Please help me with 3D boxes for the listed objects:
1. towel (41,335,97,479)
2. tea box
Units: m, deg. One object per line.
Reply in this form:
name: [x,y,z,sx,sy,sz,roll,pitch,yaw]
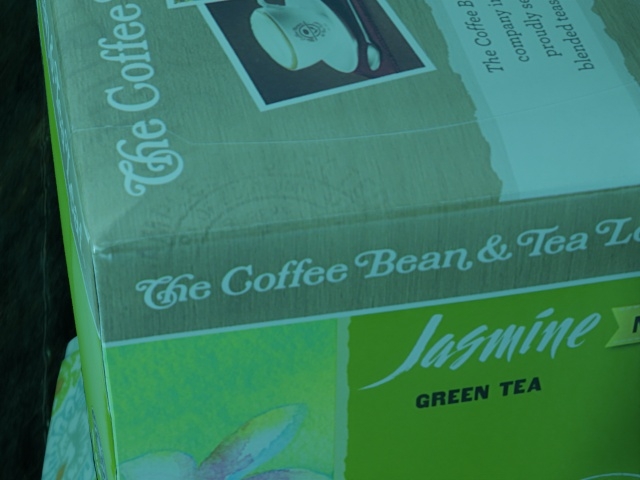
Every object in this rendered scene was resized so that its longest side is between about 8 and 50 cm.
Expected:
towel: [-0.085,0.185,1.024,0.320,0.090,0.374,-33,45,52]
tea box: [0.000,0.000,0.717,0.329,0.220,0.323,-107,12,-46]
